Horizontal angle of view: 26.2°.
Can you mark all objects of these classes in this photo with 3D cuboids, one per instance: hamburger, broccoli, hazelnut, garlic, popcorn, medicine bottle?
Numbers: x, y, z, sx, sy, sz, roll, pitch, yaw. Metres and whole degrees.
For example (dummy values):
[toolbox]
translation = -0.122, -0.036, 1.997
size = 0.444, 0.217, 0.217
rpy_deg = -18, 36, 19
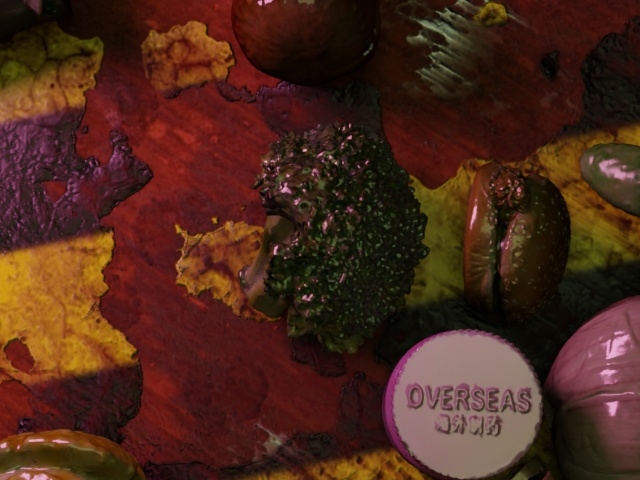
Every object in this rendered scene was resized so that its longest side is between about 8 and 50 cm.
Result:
[hamburger]
translation = 0.242, 0.003, 1.706
size = 0.122, 0.215, 0.189
rpy_deg = 10, 68, 17
[broccoli]
translation = 0.017, 0.000, 1.704
size = 0.235, 0.259, 0.288
rpy_deg = 21, 39, 17
[hazelnut]
translation = -0.016, -0.310, 1.782
size = 0.208, 0.208, 0.208
rpy_deg = 0, 82, 2
[garlic]
translation = 0.392, 0.217, 1.638
size = 0.259, 0.317, 0.317
rpy_deg = 0, 81, 30
[popcorn]
translation = -0.337, 0.358, 1.661
size = 0.282, 0.247, 0.282
rpy_deg = -3, 70, 7
[medicine bottle]
translation = 0.164, 0.198, 1.641
size = 0.178, 0.290, 0.178
rpy_deg = 0, 82, 0

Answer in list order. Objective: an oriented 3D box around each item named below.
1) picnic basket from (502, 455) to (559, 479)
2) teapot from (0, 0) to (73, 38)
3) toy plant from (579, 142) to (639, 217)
[picnic basket]
translation = 0.226, 0.387, 1.602
size = 0.228, 0.313, 0.175
rpy_deg = -45, 83, -3
[teapot]
translation = -0.492, -0.348, 1.802
size = 0.337, 0.200, 0.270
rpy_deg = -19, 49, -3
[toy plant]
translation = 0.548, -0.062, 1.719
size = 0.356, 0.317, 0.210
rpy_deg = -21, 126, -5
